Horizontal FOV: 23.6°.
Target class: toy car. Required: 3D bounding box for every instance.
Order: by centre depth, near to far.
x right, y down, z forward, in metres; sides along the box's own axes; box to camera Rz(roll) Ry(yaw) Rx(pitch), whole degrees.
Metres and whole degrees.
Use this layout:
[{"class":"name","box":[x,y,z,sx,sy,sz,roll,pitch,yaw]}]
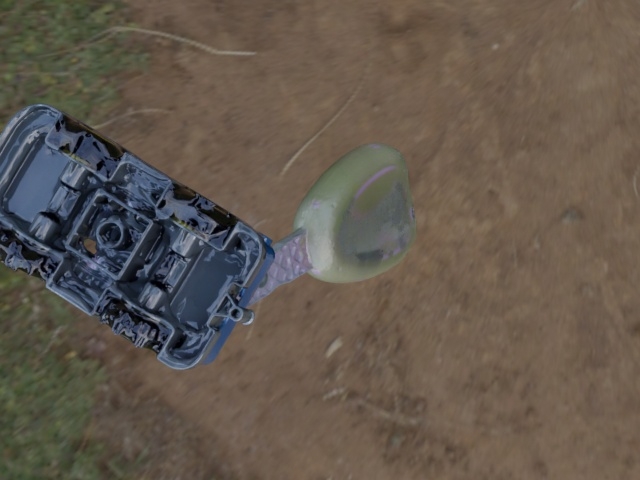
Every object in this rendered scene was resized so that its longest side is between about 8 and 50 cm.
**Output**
[{"class":"toy car","box":[-0.117,0.001,0.950,0.191,0.100,0.097,31,91,12]}]

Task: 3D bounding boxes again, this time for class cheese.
[{"class":"cheese","box":[0.000,0.000,1.085,0.037,0.192,0.097,6,116,39]}]
